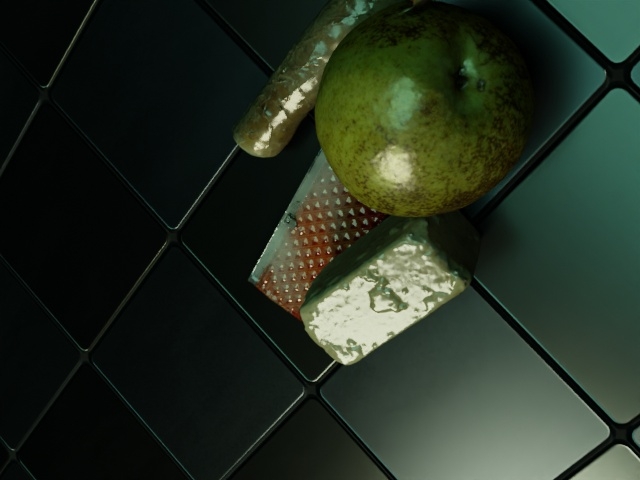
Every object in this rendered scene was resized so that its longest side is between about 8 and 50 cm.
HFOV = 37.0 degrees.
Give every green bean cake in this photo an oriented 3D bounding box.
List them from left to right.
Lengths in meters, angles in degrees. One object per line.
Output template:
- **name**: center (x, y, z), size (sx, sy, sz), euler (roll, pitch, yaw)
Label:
- **green bean cake**: center (0.069, 0.036, 0.960), size (0.179, 0.109, 0.085), euler (-37, 103, 32)

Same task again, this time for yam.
- **yam**: center (0.007, -0.193, 0.964), size (0.066, 0.066, 0.299), euler (50, 122, 8)

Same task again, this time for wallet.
- **wallet**: center (0.000, 0.000, 1.051), size (0.103, 0.020, 0.196), euler (37, 118, 12)

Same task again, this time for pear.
- **pear**: center (0.093, -0.123, 0.852), size (0.197, 0.197, 0.197), euler (9, 109, 28)

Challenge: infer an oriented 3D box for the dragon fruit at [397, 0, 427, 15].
- **dragon fruit**: center (0.102, -0.316, 0.780), size (0.224, 0.224, 0.227), euler (-26, 71, 33)
